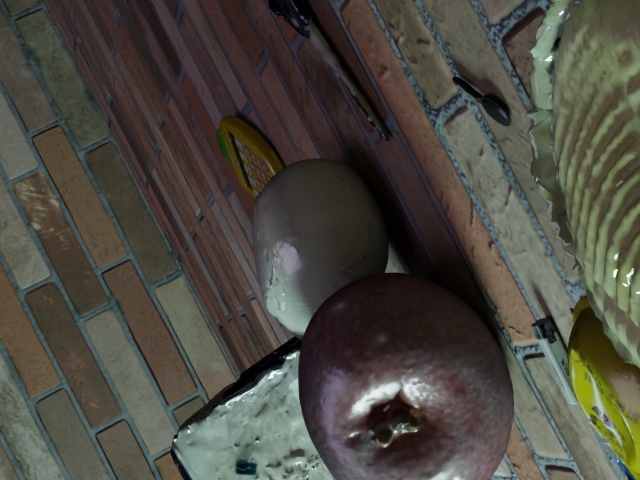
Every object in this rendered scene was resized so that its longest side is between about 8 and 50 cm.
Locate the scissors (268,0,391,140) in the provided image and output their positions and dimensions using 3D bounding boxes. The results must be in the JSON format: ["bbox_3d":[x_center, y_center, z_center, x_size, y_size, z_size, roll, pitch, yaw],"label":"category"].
[{"bbox_3d":[-0.007,-0.223,1.329,0.300,0.022,0.109,58,169,19],"label":"scissors"}]

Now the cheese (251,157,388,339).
[{"bbox_3d":[0.000,0.000,1.426,0.189,0.154,0.198,100,159,-67],"label":"cheese"}]

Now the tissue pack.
[{"bbox_3d":[-0.021,0.277,1.623,0.264,0.253,0.416,57,-175,3],"label":"tissue pack"}]

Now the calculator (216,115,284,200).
[{"bbox_3d":[-0.101,-0.116,1.836,0.235,0.032,0.146,40,154,54],"label":"calculator"}]

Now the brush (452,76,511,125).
[{"bbox_3d":[0.136,-0.120,1.028,0.083,0.008,0.024,48,163,45],"label":"brush"}]

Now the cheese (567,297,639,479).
[{"bbox_3d":[0.254,0.142,0.965,0.177,0.069,0.270,53,167,41],"label":"cheese"}]

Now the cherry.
[{"bbox_3d":[0.087,0.159,1.298,0.307,0.221,0.261,-132,22,-81],"label":"cherry"}]

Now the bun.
[{"bbox_3d":[0.215,-0.042,0.599,0.259,0.152,0.260,165,90,-81],"label":"bun"}]

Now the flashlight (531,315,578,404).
[{"bbox_3d":[0.221,0.111,1.125,0.083,0.018,0.018,64,166,-5],"label":"flashlight"}]
